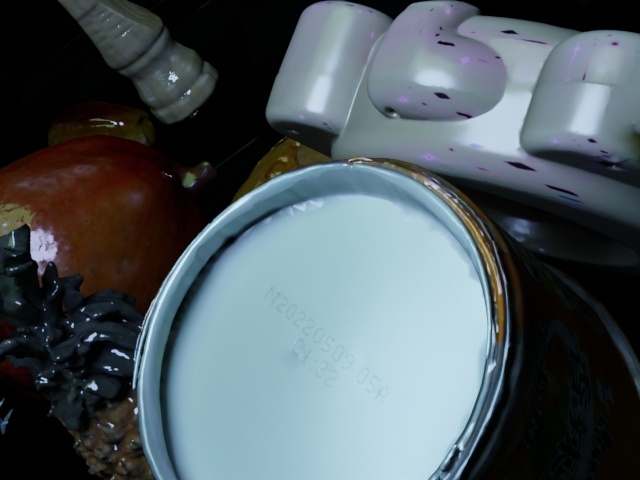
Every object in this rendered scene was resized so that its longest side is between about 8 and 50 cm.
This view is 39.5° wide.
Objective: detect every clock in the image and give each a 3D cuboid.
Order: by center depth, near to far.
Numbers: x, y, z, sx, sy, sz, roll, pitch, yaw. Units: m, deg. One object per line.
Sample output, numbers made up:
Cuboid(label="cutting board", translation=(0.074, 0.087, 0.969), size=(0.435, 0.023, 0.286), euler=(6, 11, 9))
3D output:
Cuboid(label="clock", translation=(0.142, -0.060, 0.593), size=(0.309, 0.284, 0.114), euler=(14, 82, 54))

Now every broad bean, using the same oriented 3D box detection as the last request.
Cuboid(label="broad bean", translation=(-0.331, -0.146, 1.368), size=(0.156, 0.122, 0.228), euler=(-29, 32, -29))

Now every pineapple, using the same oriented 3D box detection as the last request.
Cuboid(label="pineapple", translation=(-0.198, 0.113, 0.757), size=(0.170, 0.310, 0.141), euler=(-11, 43, 39))

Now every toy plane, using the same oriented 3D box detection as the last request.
Cuboid(label="toy plane", translation=(-0.413, 0.233, 1.108), size=(0.084, 0.024, 0.078), euler=(-27, 41, 34))

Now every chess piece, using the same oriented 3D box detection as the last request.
Cuboid(label="chess piece", translation=(-0.298, -0.315, 1.361), size=(0.137, 0.301, 0.137), euler=(-29, 36, 24))

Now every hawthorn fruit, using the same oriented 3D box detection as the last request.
Cuboid(label="hawthorn fruit", translation=(-0.270, 0.023, 0.981), size=(0.295, 0.295, 0.311), euler=(-12, 43, 39))

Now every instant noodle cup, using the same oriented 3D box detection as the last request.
Cuboid(label="instant noodle cup", translation=(0.039, 0.093, 0.548), size=(0.296, 0.214, 0.296), euler=(-15, 59, 25))

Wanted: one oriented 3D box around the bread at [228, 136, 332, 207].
Cuboid(label="bread", translation=(0.000, 0.000, 0.836), size=(0.195, 0.142, 0.269), euler=(-9, 45, 38))
